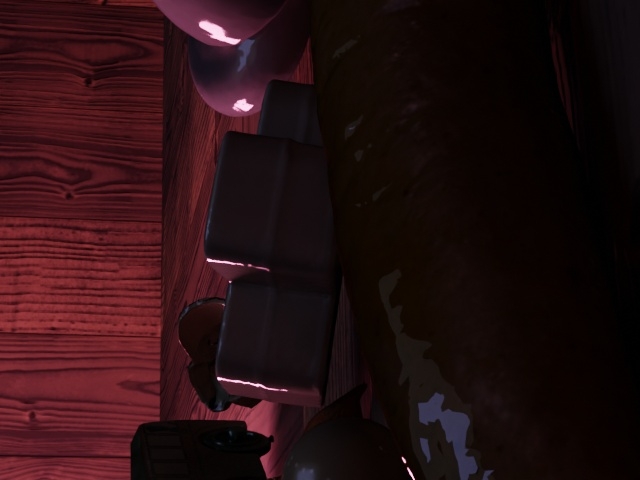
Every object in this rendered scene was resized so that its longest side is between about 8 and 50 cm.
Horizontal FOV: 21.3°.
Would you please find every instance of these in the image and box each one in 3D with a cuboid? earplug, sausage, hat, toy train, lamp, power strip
[{"bbox_3d":[-0.087,-0.248,1.616,0.325,0.175,0.214,87,-175,-71],"label":"earplug"},{"bbox_3d":[0.067,-0.046,0.823,0.136,0.123,0.500,-40,41,37],"label":"sausage"},{"bbox_3d":[-0.087,0.102,1.688,0.166,0.122,0.081,60,-143,-51],"label":"hat"},{"bbox_3d":[-0.114,0.277,1.719,0.326,0.159,0.129,-127,38,-73],"label":"toy train"},{"bbox_3d":[0.033,0.193,1.107,0.091,0.091,0.163,102,151,-47],"label":"lamp"},{"bbox_3d":[0.000,0.000,1.251,0.261,0.141,0.229,83,-165,-79],"label":"power strip"}]

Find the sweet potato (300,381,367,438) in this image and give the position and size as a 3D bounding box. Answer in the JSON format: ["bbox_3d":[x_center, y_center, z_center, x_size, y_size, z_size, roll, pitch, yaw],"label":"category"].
[{"bbox_3d":[0.001,0.218,1.316,0.068,0.068,0.226,-146,58,-79],"label":"sweet potato"}]

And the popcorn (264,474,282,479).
[{"bbox_3d":[-0.043,0.246,1.527,0.084,0.084,0.084,-178,90,-81],"label":"popcorn"}]
